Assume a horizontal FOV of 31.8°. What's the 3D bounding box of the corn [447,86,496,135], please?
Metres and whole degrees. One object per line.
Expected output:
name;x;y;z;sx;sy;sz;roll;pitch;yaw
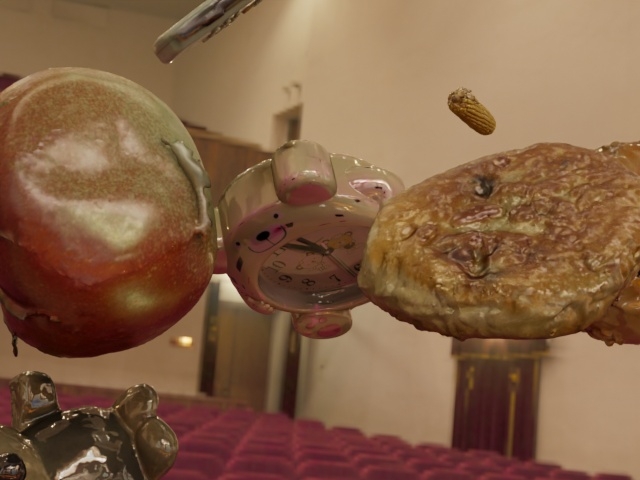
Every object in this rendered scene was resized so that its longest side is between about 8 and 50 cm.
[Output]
corn;0.150;-0.128;1.109;0.028;0.027;0.083;-42;-35;15

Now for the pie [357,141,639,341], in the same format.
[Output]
pie;0.187;-0.004;1.102;0.315;0.092;0.315;-10;29;5

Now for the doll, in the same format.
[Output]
doll;-0.344;0.351;1.250;0.382;0.379;0.252;-19;41;-34

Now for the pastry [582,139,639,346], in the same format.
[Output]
pastry;0.411;0.014;1.522;0.315;0.284;0.184;-16;-14;-40

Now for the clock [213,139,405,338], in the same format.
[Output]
clock;0.000;0.000;1.489;0.284;0.114;0.309;-34;-39;30

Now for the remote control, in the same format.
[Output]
remote control;-0.155;-0.398;1.900;0.056;0.296;0.140;53;-16;-8

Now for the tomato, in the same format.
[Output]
tomato;-0.238;-0.024;1.184;0.239;0.303;0.303;-12;-4;-16
